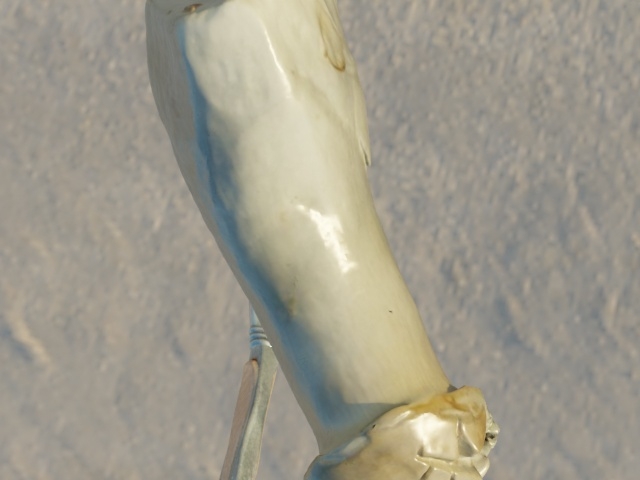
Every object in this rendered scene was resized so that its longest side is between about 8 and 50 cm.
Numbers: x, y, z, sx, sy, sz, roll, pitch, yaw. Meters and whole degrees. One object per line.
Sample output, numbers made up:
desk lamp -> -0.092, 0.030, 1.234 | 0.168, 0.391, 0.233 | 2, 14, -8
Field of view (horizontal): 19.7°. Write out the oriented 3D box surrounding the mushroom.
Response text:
mushroom -> -0.002, 0.002, 0.691 | 0.092, 0.081, 0.223 | -12, 97, 61

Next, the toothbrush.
toothbrush -> -0.044, 0.107, 1.128 | 0.037, 0.375, 0.028 | 25, 148, -25
